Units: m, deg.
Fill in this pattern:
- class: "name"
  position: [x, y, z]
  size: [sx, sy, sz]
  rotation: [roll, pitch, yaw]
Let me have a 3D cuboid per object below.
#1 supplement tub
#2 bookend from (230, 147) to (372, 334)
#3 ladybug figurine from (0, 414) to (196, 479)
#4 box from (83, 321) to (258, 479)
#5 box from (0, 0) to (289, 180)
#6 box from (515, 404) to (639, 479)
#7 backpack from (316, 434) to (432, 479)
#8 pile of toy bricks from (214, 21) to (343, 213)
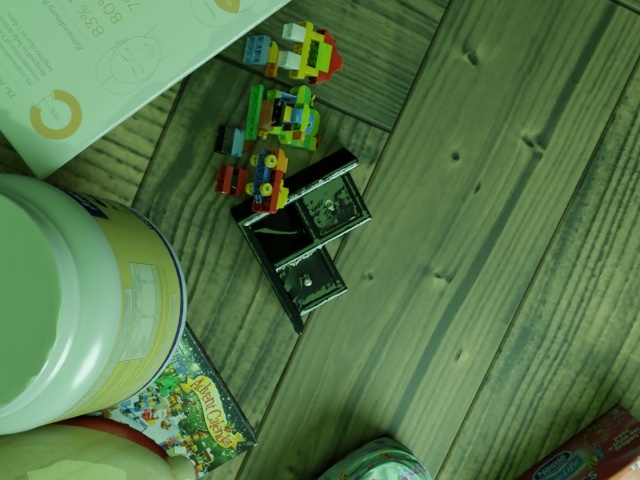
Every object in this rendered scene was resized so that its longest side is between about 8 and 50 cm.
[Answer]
- class: "supplement tub"
  position: [-0.285, 0.062, 1.066]
  size: [0.240, 0.331, 0.241]
  rotation: [-1, 86, 9]
- class: "bookend"
  position: [0.000, 0.000, 1.269]
  size: [0.156, 0.072, 0.157]
  rotation: [-28, 108, -3]
- class: "ladybug figurine"
  position: [-0.341, 0.327, 1.215]
  size: [0.449, 0.162, 0.305]
  rotation: [-21, 119, 7]
- class: "box"
  position: [-0.200, 0.186, 1.294]
  size: [0.159, 0.044, 0.233]
  rotation: [-30, 108, -2]
- class: "box"
  position: [-0.212, -0.259, 1.109]
  size: [0.345, 0.168, 0.215]
  rotation: [-36, 108, -1]
- class: "box"
  position: [0.341, 0.352, 1.400]
  size: [0.256, 0.122, 0.128]
  rotation: [-37, 108, 1]
- class: "backpack"
  position: [0.058, 0.335, 1.347]
  size: [0.182, 0.115, 0.152]
  rotation: [-42, 105, -1]
- class: "pile of toy bricks"
  position: [-0.038, -0.131, 1.224]
  size: [0.105, 0.118, 0.212]
  rotation: [13, 86, -42]
